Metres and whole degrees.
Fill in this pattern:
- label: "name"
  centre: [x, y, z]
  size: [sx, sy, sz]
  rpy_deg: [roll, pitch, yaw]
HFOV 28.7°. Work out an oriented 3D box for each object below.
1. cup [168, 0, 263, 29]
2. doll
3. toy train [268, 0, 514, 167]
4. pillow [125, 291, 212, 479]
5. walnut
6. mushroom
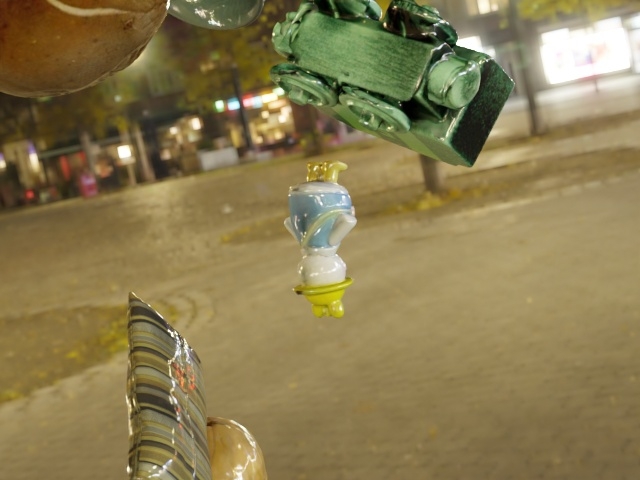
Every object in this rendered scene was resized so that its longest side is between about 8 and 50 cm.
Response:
- label: "cup"
  centre: [-0.151, -0.416, 1.758]
  size: [0.199, 0.199, 0.150]
  rpy_deg: [-7, 51, 40]
- label: "doll"
  centre: [0.000, 0.000, 1.907]
  size: [0.135, 0.241, 0.099]
  rpy_deg: [-3, 3, 17]
- label: "toy train"
  centre: [0.080, -0.203, 1.563]
  size: [0.299, 0.167, 0.238]
  rpy_deg: [26, -5, 36]
- label: "pillow"
  centre: [-0.119, 0.141, 1.006]
  size: [0.038, 0.113, 0.203]
  rpy_deg: [-26, 41, 13]
- label: "walnut"
  centre: [-0.145, 0.309, 1.516]
  size: [0.165, 0.197, 0.165]
  rpy_deg: [3, 23, -1]
- label: "mushroom"
  centre: [-0.259, -0.292, 1.170]
  size: [0.233, 0.302, 0.208]
  rpy_deg: [4, -8, -41]
